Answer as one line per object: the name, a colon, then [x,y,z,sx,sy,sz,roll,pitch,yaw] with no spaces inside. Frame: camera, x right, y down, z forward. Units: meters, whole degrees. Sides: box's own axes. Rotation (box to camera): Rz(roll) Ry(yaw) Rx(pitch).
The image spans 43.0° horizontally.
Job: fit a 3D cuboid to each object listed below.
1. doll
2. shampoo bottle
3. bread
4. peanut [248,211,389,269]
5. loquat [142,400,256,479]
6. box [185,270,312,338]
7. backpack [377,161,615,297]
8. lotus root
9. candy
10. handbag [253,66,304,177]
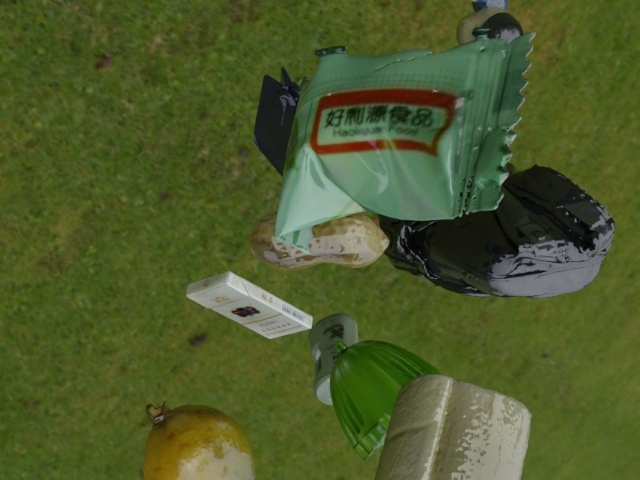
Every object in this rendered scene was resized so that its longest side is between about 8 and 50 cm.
doll: [0.226,-0.307,1.126,0.088,0.179,0.102,-24,155,22]
shampoo bottle: [0.034,0.264,1.696,0.118,0.234,0.087,-35,121,18]
bread: [0.138,0.232,0.861,0.134,0.148,0.141,131,-19,-62]
peanut: [0.000,0.000,1.295,0.229,0.103,0.098,1,112,-8]
loquat: [-0.238,0.397,1.510,0.213,0.246,0.213,-38,-172,6]
box: [-0.100,0.095,1.163,0.090,0.024,0.167,-19,141,40]
backpack: [0.322,-0.026,1.502,0.363,0.445,0.255,-15,114,-28]
lotus root: [0.080,0.219,1.264,0.186,0.186,0.186,-31,145,-24]
candy: [0.095,-0.130,1.067,0.172,0.397,0.263,24,69,-43]
handbag: [-0.021,-0.227,1.868,0.118,0.326,0.269,-28,154,-27]
